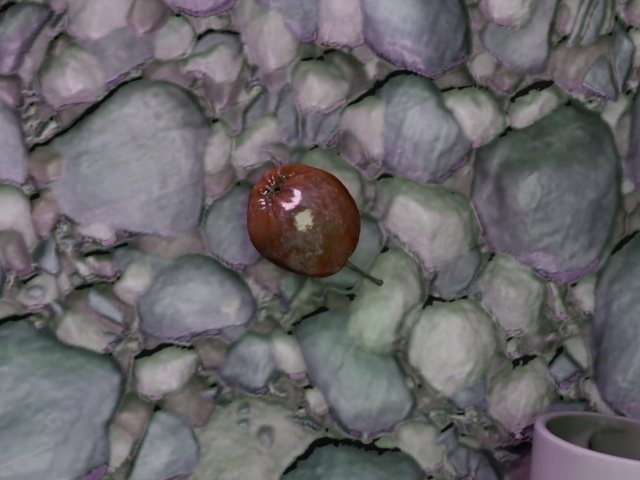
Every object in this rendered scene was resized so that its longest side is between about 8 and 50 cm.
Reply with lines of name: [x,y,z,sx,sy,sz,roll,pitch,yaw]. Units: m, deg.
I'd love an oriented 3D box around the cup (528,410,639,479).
cup: [0.242,0.229,0.761,0.289,0.219,0.258,9,87,-43]

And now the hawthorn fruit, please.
hawthorn fruit: [0.000,0.000,0.789,0.067,0.067,0.103,-45,123,-9]
